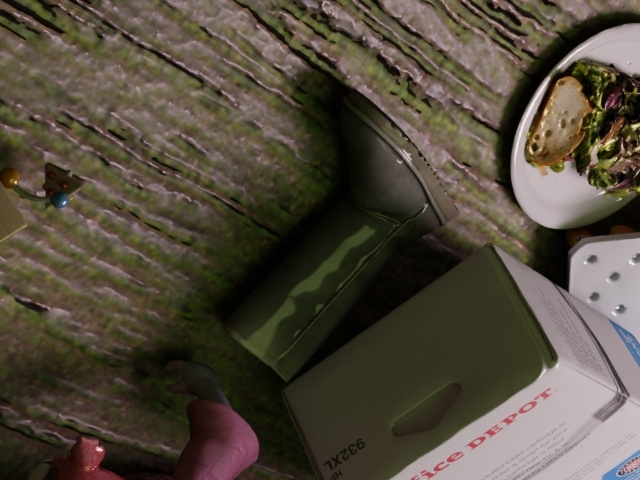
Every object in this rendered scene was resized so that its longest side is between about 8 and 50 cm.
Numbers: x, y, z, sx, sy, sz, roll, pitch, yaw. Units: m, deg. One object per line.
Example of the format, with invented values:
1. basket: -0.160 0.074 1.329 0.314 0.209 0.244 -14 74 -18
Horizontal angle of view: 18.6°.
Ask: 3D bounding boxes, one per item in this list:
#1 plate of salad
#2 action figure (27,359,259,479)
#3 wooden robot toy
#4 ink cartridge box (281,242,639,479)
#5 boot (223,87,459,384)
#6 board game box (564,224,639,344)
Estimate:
1. plate of salad: 0.250 -0.093 1.685 0.200 0.048 0.200 -20 129 -27
2. action figure: -0.116 0.257 1.503 0.248 0.275 0.370 -41 150 1
3. wooden robot toy: -0.250 -0.026 1.350 0.173 0.076 0.079 -33 99 -15
4. ink cartridge box: 0.148 0.149 1.645 0.223 0.129 0.307 -36 148 16
5. boot: 0.001 0.001 1.550 0.208 0.076 0.189 -39 135 0
6. board game box: 0.414 0.131 1.857 0.390 0.050 0.390 -6 125 -6
